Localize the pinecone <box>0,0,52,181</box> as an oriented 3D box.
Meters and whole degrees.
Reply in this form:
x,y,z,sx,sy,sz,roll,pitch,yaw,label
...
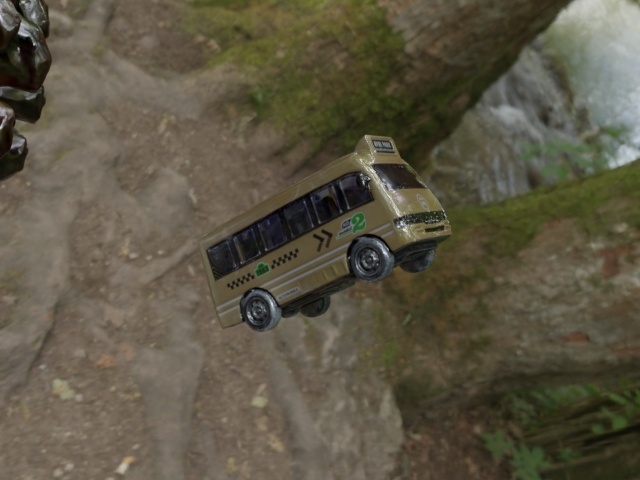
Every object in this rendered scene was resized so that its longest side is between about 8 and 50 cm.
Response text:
x,y,z,sx,sy,sz,roll,pitch,yaw,label
-0.492,-0.197,0.929,0.397,0.397,0.398,20,59,-36,pinecone

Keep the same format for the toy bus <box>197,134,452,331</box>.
x,y,z,sx,sy,sz,roll,pitch,yaw,label
0.000,0.000,0.992,0.139,0.289,0.157,-9,75,-57,toy bus
